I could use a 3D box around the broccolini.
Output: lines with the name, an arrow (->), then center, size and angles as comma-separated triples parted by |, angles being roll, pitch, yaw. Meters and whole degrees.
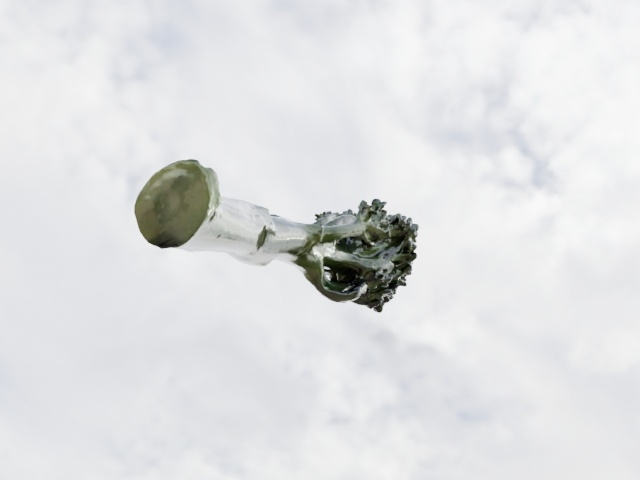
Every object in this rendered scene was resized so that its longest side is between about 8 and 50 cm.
broccolini -> -0.003, -0.005, 0.704 | 0.079, 0.074, 0.392 | 37, 4, 11
